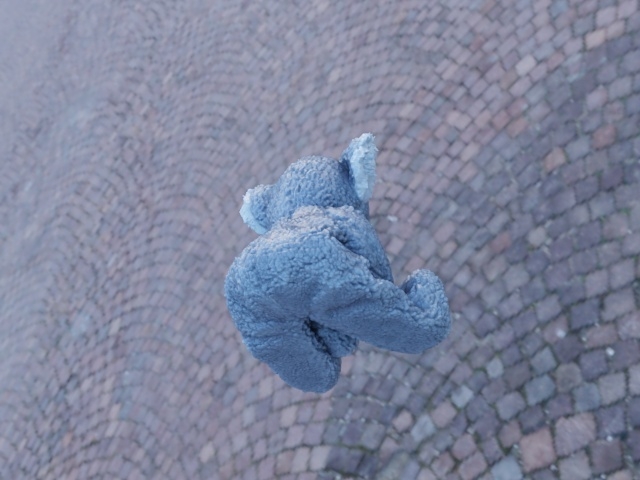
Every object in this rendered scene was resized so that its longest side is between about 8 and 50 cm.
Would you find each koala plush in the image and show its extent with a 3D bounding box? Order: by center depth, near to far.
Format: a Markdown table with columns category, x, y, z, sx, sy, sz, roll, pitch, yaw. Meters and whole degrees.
| category | x | y | z | sx | sy | sz | roll | pitch | yaw |
| --- | --- | --- | --- | --- | --- | --- | --- | --- | --- |
| koala plush | 0.000 | 0.000 | 0.972 | 0.196 | 0.203 | 0.221 | -25 | 46 | 28 |
